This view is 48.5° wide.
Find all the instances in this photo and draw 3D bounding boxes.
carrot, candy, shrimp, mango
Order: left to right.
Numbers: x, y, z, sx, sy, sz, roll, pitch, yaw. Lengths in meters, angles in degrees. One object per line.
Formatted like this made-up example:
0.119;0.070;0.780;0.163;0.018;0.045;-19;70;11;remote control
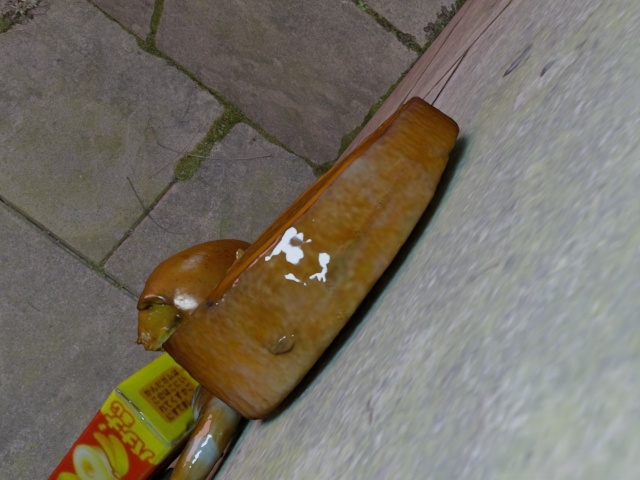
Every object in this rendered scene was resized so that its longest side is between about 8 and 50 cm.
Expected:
-0.220;0.242;0.814;0.276;0.088;0.146;-50;-7;31;candy
-0.116;0.199;0.656;0.166;0.049;0.161;-62;9;-15;shrimp
-0.163;0.099;1.118;0.199;0.201;0.350;-15;7;14;mango
0.000;0.000;0.600;0.307;0.100;0.258;-52;7;-12;carrot

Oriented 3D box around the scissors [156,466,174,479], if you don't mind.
-0.257;0.374;0.719;0.191;0.029;0.360;-23;19;47;scissors
